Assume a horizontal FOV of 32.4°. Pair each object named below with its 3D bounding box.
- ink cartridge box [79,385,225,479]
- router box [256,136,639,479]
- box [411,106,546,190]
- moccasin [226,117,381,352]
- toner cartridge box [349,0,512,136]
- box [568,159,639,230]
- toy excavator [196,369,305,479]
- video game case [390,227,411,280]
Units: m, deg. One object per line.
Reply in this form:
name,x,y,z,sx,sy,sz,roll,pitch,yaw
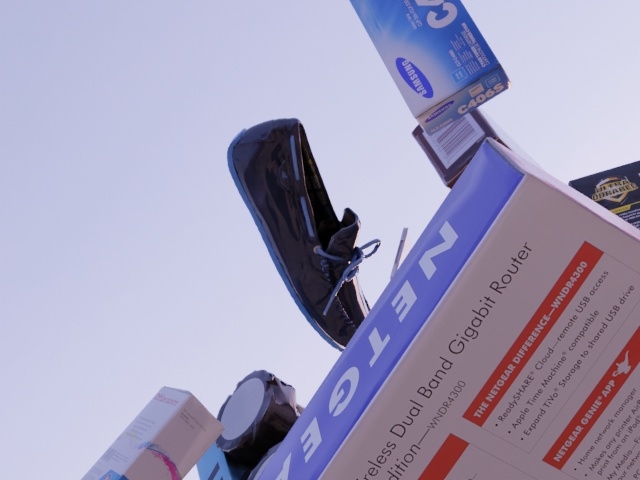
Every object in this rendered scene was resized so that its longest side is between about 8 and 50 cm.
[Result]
ink cartridge box,-0.155,0.198,1.012,0.052,0.088,0.122,45,-109,-17
router box,0.131,0.161,0.620,0.301,0.082,0.335,30,-78,-14
box,0.363,-0.113,2.166,0.143,0.191,0.381,-44,-51,15
moccasin,0.000,0.000,1.434,0.117,0.138,0.342,-22,-65,18
toner cartridge box,0.170,-0.359,1.865,0.165,0.348,0.075,-32,-31,11
box,0.526,-0.010,1.469,0.322,0.257,0.079,-17,-39,1
toy excavator,-0.117,0.375,1.343,0.222,0.433,0.445,34,-79,-27
video game case,0.144,0.050,1.945,0.087,0.011,0.122,78,-157,-44
